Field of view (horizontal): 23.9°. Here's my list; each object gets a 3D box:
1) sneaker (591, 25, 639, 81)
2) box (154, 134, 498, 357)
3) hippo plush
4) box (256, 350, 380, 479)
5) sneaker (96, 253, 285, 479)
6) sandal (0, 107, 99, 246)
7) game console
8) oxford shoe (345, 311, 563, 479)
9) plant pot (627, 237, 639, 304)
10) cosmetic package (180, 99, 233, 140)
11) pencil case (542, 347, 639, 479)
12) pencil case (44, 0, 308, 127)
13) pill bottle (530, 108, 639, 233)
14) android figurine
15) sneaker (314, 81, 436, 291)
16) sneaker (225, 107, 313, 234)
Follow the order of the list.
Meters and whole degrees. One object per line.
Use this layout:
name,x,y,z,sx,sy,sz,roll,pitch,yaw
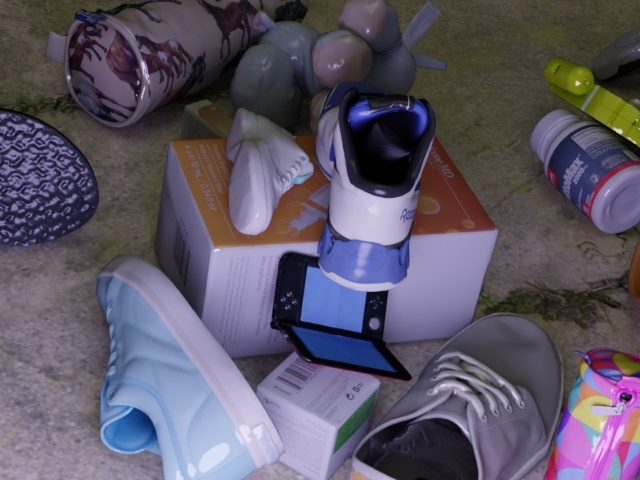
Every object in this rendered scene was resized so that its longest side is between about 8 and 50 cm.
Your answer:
sneaker,0.575,-0.278,2.391,0.268,0.153,0.101,-24,18,10
box,0.000,0.000,1.795,0.345,0.168,0.215,-4,39,-21
hippo plush,-0.003,-0.255,2.085,0.236,0.234,0.294,16,53,26
box,-0.008,0.183,1.611,0.102,0.087,0.101,27,38,19
sneaker,-0.185,0.139,1.592,0.150,0.135,0.366,-30,37,-15
sandal,-0.488,-0.093,1.804,0.445,0.168,0.107,4,19,-10
game console,0.028,0.082,1.634,0.144,0.124,0.085,14,-12,-31
oxford shoe,0.154,0.191,1.614,0.169,0.130,0.449,24,36,20
plant pot,0.548,-0.004,1.884,0.203,0.291,0.291,28,36,-5
cosmetic package,-0.136,-0.135,2.034,0.041,0.060,0.115,-22,49,-38
pencil case,0.274,0.220,1.511,0.104,0.236,0.104,12,21,-5
pencil case,-0.191,-0.309,2.170,0.183,0.160,0.410,41,43,14
pill bottle,0.372,-0.101,2.088,0.108,0.108,0.180,-11,41,-28
android figurine,0.431,-0.176,2.155,0.248,0.056,0.273,30,8,-21
sneaker,0.069,-0.107,1.661,0.127,0.182,0.315,9,37,-6
sneaker,-0.052,-0.076,1.684,0.094,0.080,0.212,15,34,-15
